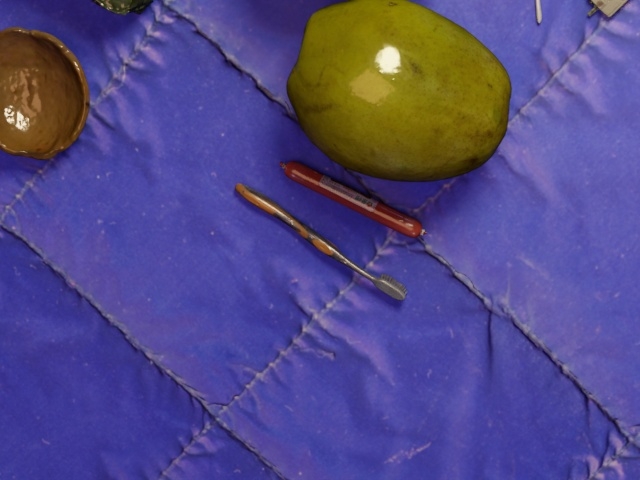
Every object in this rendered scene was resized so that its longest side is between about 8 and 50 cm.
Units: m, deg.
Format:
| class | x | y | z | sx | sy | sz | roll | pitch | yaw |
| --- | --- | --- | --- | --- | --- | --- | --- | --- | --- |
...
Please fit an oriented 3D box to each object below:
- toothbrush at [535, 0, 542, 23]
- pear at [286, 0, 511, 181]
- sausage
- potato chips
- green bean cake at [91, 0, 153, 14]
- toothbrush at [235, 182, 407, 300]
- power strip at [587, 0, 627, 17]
| class | x | y | z | sx | sy | sz | roll | pitch | yaw |
| --- | --- | --- | --- | --- | --- | --- | --- | --- | --- |
| toothbrush | 0.308 | -0.374 | 1.619 | 0.013 | 0.011 | 0.131 | -5 | 104 | 2 |
| pear | 0.108 | -0.209 | 1.593 | 0.307 | 0.253 | 0.252 | 14 | 109 | -3 |
| sausage | 0.049 | -0.064 | 1.761 | 0.253 | 0.034 | 0.034 | 26 | 110 | 5 |
| potato chips | -0.457 | -0.237 | 1.825 | 0.195 | 0.062 | 0.208 | -32 | 95 | 15 |
| green bean cake | -0.318 | -0.490 | 1.682 | 0.241 | 0.132 | 0.255 | 30 | 109 | 4 |
| toothbrush | -0.001 | 0.001 | 1.794 | 0.321 | 0.031 | 0.023 | 33 | 118 | 3 |
| power strip | 0.424 | -0.362 | 1.589 | 0.051 | 0.019 | 0.136 | 45 | 111 | -4 |
